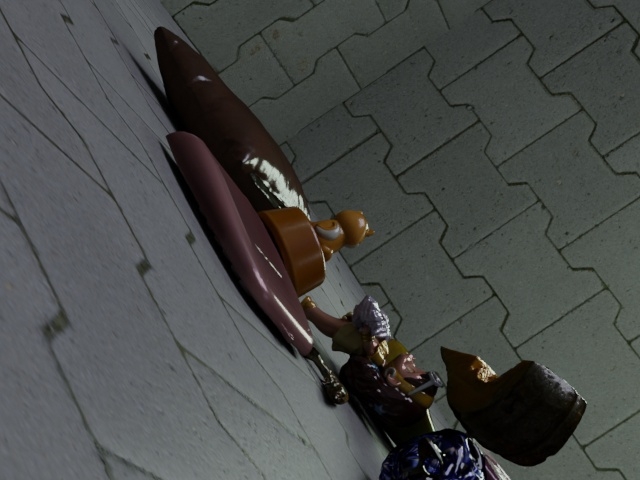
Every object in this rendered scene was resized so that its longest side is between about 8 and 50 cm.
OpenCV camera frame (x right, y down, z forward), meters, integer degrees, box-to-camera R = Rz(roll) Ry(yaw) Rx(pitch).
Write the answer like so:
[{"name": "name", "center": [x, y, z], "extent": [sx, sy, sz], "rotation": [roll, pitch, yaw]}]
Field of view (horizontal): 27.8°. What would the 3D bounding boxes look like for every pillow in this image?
[{"name": "pillow", "center": [-0.143, -0.165, 2.053], "extent": [0.305, 0.108, 0.308], "rotation": [56, 3, 28]}]

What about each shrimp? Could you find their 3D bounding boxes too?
[{"name": "shrimp", "center": [0.008, 0.174, 1.631], "extent": [0.091, 0.025, 0.127], "rotation": [56, -1, -5]}]

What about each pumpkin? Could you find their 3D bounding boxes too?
[{"name": "pumpkin", "center": [0.247, 0.238, 1.841], "extent": [0.131, 0.126, 0.248], "rotation": [35, -15, -20]}]

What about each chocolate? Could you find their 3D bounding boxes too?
[{"name": "chocolate", "center": [0.108, 0.285, 1.368], "extent": [0.343, 0.126, 0.149], "rotation": [-24, 118, -80]}]

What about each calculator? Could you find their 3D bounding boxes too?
[{"name": "calculator", "center": [-0.093, 0.006, 1.626], "extent": [0.330, 0.048, 0.220], "rotation": [61, 4, 39]}]

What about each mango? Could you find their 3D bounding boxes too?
[{"name": "mango", "center": [0.121, 0.246, 1.990], "extent": [0.195, 0.091, 0.130], "rotation": [63, -10, 11]}]

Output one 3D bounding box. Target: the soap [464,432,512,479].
[{"name": "soap", "center": [0.235, 0.405, 1.830], "extent": [0.233, 0.128, 0.359], "rotation": [54, 2, 6]}]

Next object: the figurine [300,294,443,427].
[{"name": "figurine", "center": [0.069, 0.165, 1.866], "extent": [0.240, 0.115, 0.175], "rotation": [51, 0, 12]}]

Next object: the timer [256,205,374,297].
[{"name": "timer", "center": [0.000, 0.000, 1.794], "extent": [0.132, 0.152, 0.132], "rotation": [56, -22, 38]}]
